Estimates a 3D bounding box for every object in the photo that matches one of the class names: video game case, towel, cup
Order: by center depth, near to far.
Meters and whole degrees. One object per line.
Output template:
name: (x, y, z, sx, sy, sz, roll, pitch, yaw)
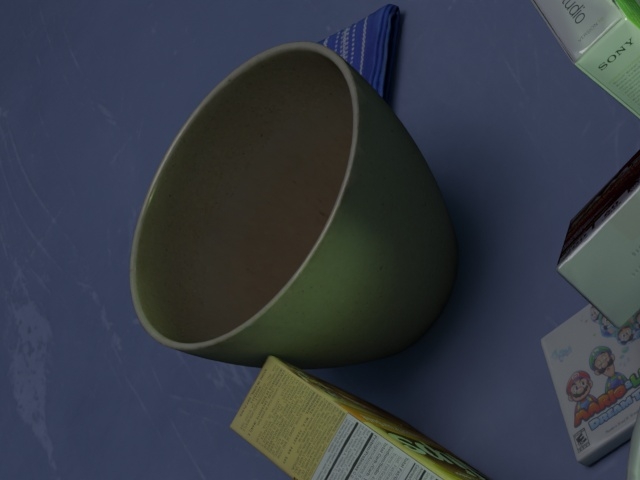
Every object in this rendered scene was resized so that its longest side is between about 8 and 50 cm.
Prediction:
video game case: (0.271, 0.101, 1.434, 0.157, 0.019, 0.143, -40, 39, 27)
cup: (0.000, 0.000, 1.654, 0.331, 0.237, 0.331, -30, 45, 35)
towel: (-0.039, -0.136, 1.973, 0.336, 0.040, 0.243, -21, 50, 43)

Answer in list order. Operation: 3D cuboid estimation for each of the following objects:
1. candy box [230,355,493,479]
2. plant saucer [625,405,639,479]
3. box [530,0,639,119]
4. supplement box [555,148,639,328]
candy box: (0.074, 0.219, 1.452, 0.316, 0.183, 0.088, 27, 89, 55)
plant saucer: (0.403, 0.147, 1.153, 0.400, 0.100, 0.401, -33, 40, 32)
box: (0.278, -0.144, 1.335, 0.058, 0.322, 0.232, -43, 38, 18)
supplement box: (0.270, -0.019, 1.360, 0.130, 0.073, 0.239, -47, -2, 14)
